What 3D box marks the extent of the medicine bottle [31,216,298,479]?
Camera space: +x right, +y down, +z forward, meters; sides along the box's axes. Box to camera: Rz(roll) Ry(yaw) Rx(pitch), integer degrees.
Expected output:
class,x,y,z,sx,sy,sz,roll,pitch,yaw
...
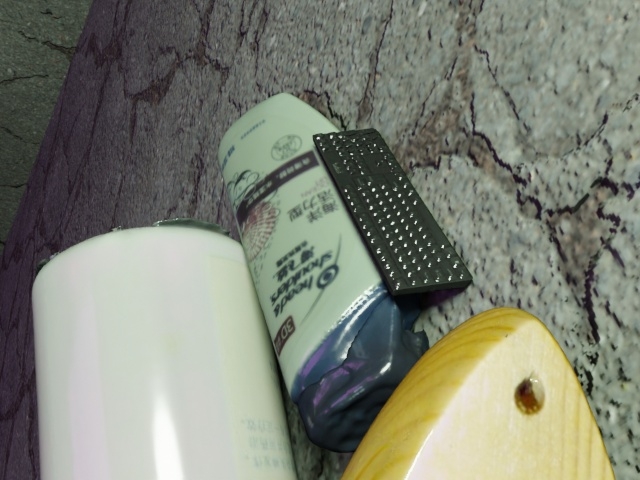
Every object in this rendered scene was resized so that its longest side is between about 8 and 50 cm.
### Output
class,x,y,z,sx,sy,sz,roll,pitch,yaw
medicine bottle,-0.129,0.189,0.685,0.213,0.213,0.379,-43,51,47

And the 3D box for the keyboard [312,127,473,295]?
class,x,y,z,sx,sy,sz,roll,pitch,yaw
keyboard,0.049,-0.030,0.624,0.204,0.061,0.013,-114,23,-47

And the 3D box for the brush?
class,x,y,z,sx,sy,sz,roll,pitch,yaw
brush,0.060,0.171,0.428,0.166,0.174,0.267,151,134,-66

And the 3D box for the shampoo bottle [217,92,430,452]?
class,x,y,z,sx,sy,sz,roll,pitch,yaw
shampoo bottle,0.000,0.000,0.677,0.134,0.078,0.359,-39,40,14
